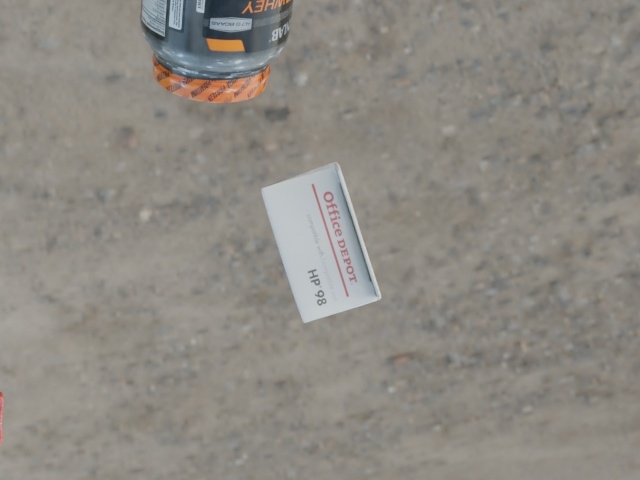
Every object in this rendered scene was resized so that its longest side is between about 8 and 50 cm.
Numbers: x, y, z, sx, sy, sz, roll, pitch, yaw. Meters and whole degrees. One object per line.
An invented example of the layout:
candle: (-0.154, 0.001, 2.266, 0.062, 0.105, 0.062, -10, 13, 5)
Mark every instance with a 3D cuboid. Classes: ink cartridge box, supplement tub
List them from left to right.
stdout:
supplement tub: (-0.134, -0.370, 1.871, 0.207, 0.207, 0.338, -3, 123, -17)
ink cartridge box: (0.000, 0.000, 1.038, 0.060, 0.104, 0.180, -18, -179, 1)

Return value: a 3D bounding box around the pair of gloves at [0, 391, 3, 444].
pair of gloves: (-0.331, 0.189, 1.123, 0.159, 0.198, 0.023, 4, -173, -34)
